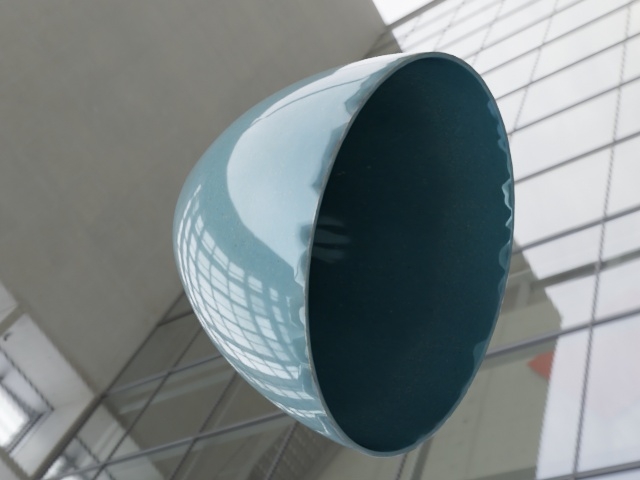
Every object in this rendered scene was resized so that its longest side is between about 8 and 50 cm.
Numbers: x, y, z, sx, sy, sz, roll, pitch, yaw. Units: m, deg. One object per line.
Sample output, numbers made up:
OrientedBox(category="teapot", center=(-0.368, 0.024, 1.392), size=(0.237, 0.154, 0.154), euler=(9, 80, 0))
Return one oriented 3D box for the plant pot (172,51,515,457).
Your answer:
OrientedBox(category="plant pot", center=(0.000, 0.000, 0.678), size=(0.290, 0.196, 0.290), euler=(-17, -69, -52))
